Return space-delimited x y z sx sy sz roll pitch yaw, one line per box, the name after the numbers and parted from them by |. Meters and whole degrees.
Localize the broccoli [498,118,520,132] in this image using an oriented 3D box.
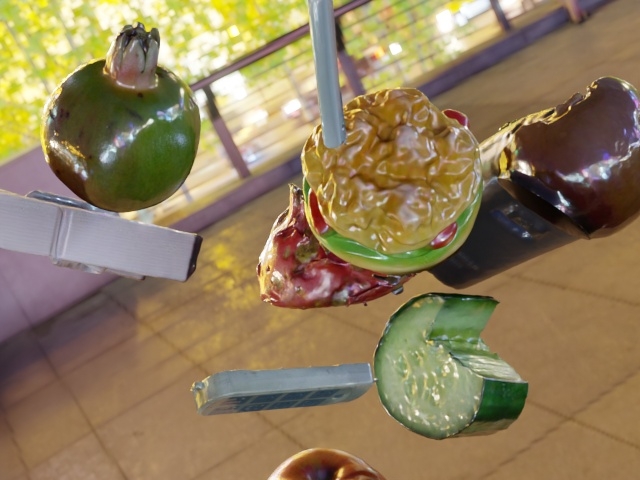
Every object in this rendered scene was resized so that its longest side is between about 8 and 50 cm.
0.364 -0.090 1.887 0.302 0.254 0.186 -27 51 -35 | broccoli

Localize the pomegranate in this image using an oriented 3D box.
-0.207 -0.136 1.172 0.180 0.180 0.209 -44 -18 -48 | pomegranate

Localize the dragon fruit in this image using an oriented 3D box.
0.000 0.000 1.706 0.262 0.211 0.134 -9 11 15 | dragon fruit

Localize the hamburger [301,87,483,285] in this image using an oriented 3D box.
0.085 -0.082 1.298 0.237 0.237 0.149 -29 -26 -8 | hamburger

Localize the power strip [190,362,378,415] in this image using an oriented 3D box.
-0.033 0.163 1.194 0.227 0.029 0.080 0 -26 -28 | power strip

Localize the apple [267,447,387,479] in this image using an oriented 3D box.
0.005 0.365 1.407 0.209 0.164 0.209 -2 26 1 | apple

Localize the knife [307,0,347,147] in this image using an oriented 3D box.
0.007 -0.171 1.061 0.023 0.162 0.044 -2 23 12 | knife

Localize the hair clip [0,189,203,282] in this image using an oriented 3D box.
-0.292 -0.008 1.308 0.101 0.085 0.331 16 -2 38 | hair clip

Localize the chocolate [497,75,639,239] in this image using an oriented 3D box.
0.227 -0.075 0.918 0.133 0.127 0.124 -57 -1 1 | chocolate

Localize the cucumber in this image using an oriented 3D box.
0.168 0.172 1.424 0.130 0.191 0.191 1 -3 -33 | cucumber

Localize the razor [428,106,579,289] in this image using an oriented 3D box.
0.252 -0.049 1.437 0.327 0.189 0.107 -31 28 46 | razor
